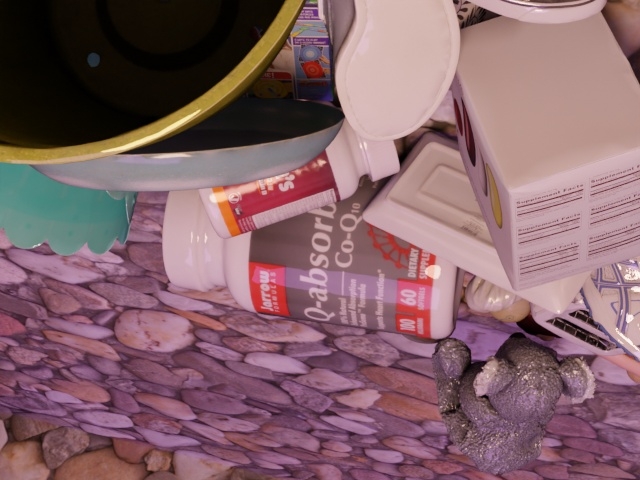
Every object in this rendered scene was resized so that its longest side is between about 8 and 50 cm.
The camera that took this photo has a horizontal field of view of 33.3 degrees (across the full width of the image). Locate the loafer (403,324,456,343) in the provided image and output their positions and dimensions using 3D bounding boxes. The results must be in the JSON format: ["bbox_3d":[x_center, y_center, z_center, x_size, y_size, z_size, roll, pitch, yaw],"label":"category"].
[{"bbox_3d":[0.145,0.079,1.574,0.087,0.094,0.251,-2,150,35],"label":"loafer"}]

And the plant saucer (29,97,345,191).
[{"bbox_3d":[-0.134,-0.095,1.024,0.318,0.043,0.317,-2,-165,1],"label":"plant saucer"}]

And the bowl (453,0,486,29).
[{"bbox_3d":[0.075,-0.212,1.066,0.170,0.080,0.170,11,153,6],"label":"bowl"}]

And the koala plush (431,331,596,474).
[{"bbox_3d":[0.279,0.214,1.524,0.196,0.203,0.221,7,154,-12],"label":"koala plush"}]

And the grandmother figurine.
[{"bbox_3d":[0.365,0.114,1.546,0.342,0.104,0.208,20,144,-19],"label":"grandmother figurine"}]

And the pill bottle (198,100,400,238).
[{"bbox_3d":[-0.030,-0.090,1.221,0.221,0.121,0.121,-19,149,0],"label":"pill bottle"}]

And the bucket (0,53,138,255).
[{"bbox_3d":[-0.339,-0.122,1.306,0.281,0.183,0.281,10,152,5],"label":"bucket"}]

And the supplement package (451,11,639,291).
[{"bbox_3d":[0.226,-0.093,1.057,0.149,0.194,0.203,-17,148,2],"label":"supplement package"}]

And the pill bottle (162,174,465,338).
[{"bbox_3d":[0.000,0.000,1.360,0.363,0.210,0.210,7,152,11],"label":"pill bottle"}]

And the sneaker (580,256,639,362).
[{"bbox_3d":[0.347,0.010,1.190,0.296,0.112,0.131,55,145,14],"label":"sneaker"}]

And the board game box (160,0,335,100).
[{"bbox_3d":[-0.088,-0.200,1.064,0.201,0.035,0.136,3,145,5],"label":"board game box"}]

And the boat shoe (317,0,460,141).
[{"bbox_3d":[0.052,-0.224,0.946,0.116,0.099,0.319,-16,140,-4],"label":"boat shoe"}]

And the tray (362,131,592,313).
[{"bbox_3d":[0.185,-0.033,1.184,0.270,0.145,0.030,27,160,32],"label":"tray"}]

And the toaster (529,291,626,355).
[{"bbox_3d":[0.356,0.050,1.369,0.227,0.146,0.129,27,149,-25],"label":"toaster"}]

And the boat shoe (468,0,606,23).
[{"bbox_3d":[0.153,-0.254,0.950,0.219,0.077,0.070,15,150,5],"label":"boat shoe"}]

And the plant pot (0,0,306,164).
[{"bbox_3d":[-0.157,-0.225,0.828,0.366,0.366,0.353,10,180,5],"label":"plant pot"}]
